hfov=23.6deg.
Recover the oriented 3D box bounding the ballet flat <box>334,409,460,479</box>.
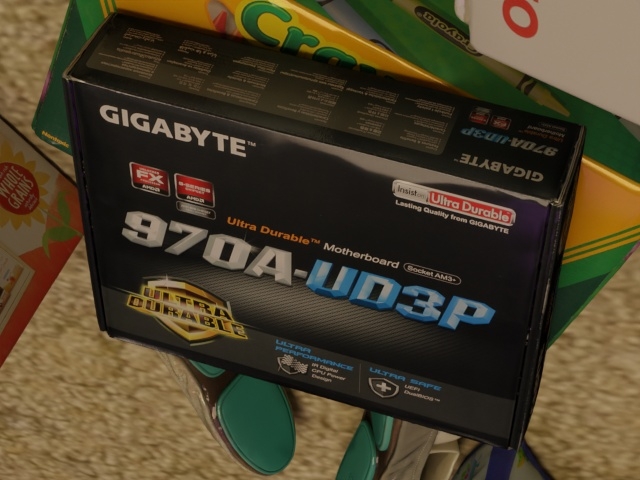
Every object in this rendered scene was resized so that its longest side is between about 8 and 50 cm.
[{"bbox_3d":[0.054,0.112,0.922,0.068,0.072,0.213,-1,141,-11],"label":"ballet flat"}]

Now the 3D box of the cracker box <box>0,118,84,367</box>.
[{"bbox_3d":[-0.253,-0.031,0.840,0.067,0.155,0.232,-25,119,43],"label":"cracker box"}]

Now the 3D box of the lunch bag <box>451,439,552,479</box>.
[{"bbox_3d":[0.100,0.209,0.940,0.096,0.129,0.151,9,135,17],"label":"lunch bag"}]

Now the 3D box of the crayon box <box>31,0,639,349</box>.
[{"bbox_3d":[0.016,-0.061,0.729,0.278,0.081,0.165,27,140,-3],"label":"crayon box"}]

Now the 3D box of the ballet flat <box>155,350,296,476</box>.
[{"bbox_3d":[-0.067,0.078,0.956,0.052,0.057,0.168,21,146,51],"label":"ballet flat"}]

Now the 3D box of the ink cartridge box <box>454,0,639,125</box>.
[{"bbox_3d":[0.184,-0.116,0.495,0.273,0.114,0.197,29,145,29],"label":"ink cartridge box"}]

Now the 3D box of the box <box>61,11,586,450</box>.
[{"bbox_3d":[0.000,0.000,0.698,0.220,0.051,0.175,15,139,12],"label":"box"}]
